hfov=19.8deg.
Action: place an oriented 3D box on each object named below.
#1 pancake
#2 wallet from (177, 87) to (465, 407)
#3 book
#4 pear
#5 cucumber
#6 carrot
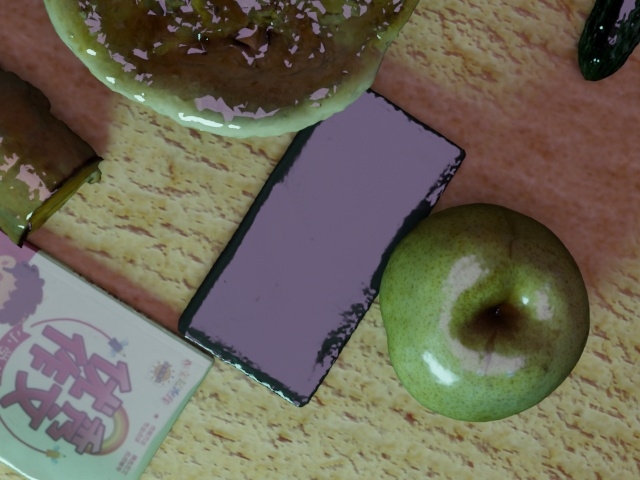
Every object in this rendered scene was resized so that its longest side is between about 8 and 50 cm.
[{"bbox_3d":[-0.055,-0.205,1.247,0.282,0.049,0.282,-1,97,-4],"label":"pancake"},{"bbox_3d":[0.000,0.000,1.435,0.124,0.025,0.244,32,97,-5],"label":"wallet"},{"bbox_3d":[-0.223,0.100,1.444,0.232,0.022,0.162,33,96,-4],"label":"book"},{"bbox_3d":[0.122,0.053,1.390,0.167,0.136,0.167,-1,96,-6],"label":"pear"},{"bbox_3d":[0.260,-0.216,1.403,0.058,0.052,0.215,29,99,-33],"label":"cucumber"},{"bbox_3d":[-0.283,-0.116,1.380,0.102,0.102,0.263,-45,95,4],"label":"carrot"}]
